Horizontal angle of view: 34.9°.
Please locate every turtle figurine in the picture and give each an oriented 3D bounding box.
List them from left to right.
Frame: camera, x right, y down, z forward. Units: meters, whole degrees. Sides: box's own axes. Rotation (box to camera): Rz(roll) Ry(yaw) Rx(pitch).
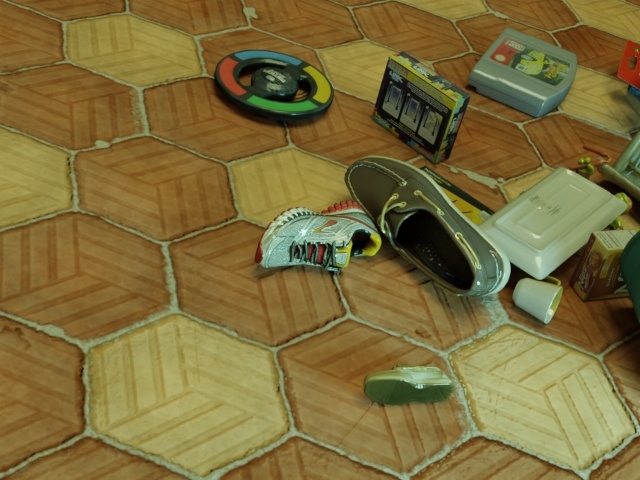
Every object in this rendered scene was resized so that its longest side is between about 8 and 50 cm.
[{"bbox_3d":[0.461,-0.060,1.792,0.217,0.087,0.269,-8,51,-18],"label":"turtle figurine"}]

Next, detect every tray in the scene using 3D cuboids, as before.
[{"bbox_3d":[0.381,-0.043,1.674,0.145,0.030,0.270,35,49,29],"label":"tray"}]

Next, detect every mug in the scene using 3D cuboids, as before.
[{"bbox_3d":[0.338,0.088,1.589,0.064,0.062,0.078,23,15,23],"label":"mug"}]

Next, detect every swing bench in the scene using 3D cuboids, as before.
[{"bbox_3d":[0.699,-0.136,1.884,0.253,0.255,0.165,46,7,31],"label":"swing bench"}]

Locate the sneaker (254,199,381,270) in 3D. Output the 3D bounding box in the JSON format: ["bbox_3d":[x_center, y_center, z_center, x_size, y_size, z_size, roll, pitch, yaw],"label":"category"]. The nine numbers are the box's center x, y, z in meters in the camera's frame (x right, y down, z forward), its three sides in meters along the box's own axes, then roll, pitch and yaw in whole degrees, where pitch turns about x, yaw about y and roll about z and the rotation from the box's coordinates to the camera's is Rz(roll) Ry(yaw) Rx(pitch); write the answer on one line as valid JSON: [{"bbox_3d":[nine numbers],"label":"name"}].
[{"bbox_3d":[0.000,0.000,1.543,0.225,0.088,0.093,-15,48,-35],"label":"sneaker"}]

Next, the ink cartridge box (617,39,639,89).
[{"bbox_3d":[0.786,-0.364,2.261,0.232,0.066,0.189,34,43,-3],"label":"ink cartridge box"}]

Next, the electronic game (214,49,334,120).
[{"bbox_3d":[-0.086,-0.296,1.920,0.229,0.048,0.229,10,38,-8],"label":"electronic game"}]

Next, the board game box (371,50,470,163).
[{"bbox_3d":[0.183,-0.246,1.880,0.048,0.141,0.170,-24,53,-40],"label":"board game box"}]

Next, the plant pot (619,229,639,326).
[{"bbox_3d":[0.598,0.119,1.489,0.271,0.271,0.255,9,51,-10],"label":"plant pot"}]

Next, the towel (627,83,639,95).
[{"bbox_3d":[0.755,-0.334,2.298,0.119,0.029,0.067,22,38,9],"label":"towel"}]

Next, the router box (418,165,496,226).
[{"bbox_3d":[0.200,-0.047,1.711,0.179,0.046,0.133,37,42,26],"label":"router box"}]

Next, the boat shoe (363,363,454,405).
[{"bbox_3d":[0.114,0.192,1.378,0.135,0.050,0.045,8,33,-27],"label":"boat shoe"}]

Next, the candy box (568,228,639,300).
[{"bbox_3d":[0.512,0.037,1.669,0.186,0.109,0.053,-3,39,-23],"label":"candy box"}]

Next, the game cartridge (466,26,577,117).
[{"bbox_3d":[0.451,-0.368,2.211,0.196,0.060,0.294,28,39,9],"label":"game cartridge"}]

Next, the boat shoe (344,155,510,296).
[{"bbox_3d":[0.151,-0.027,1.602,0.324,0.116,0.097,43,27,24],"label":"boat shoe"}]
